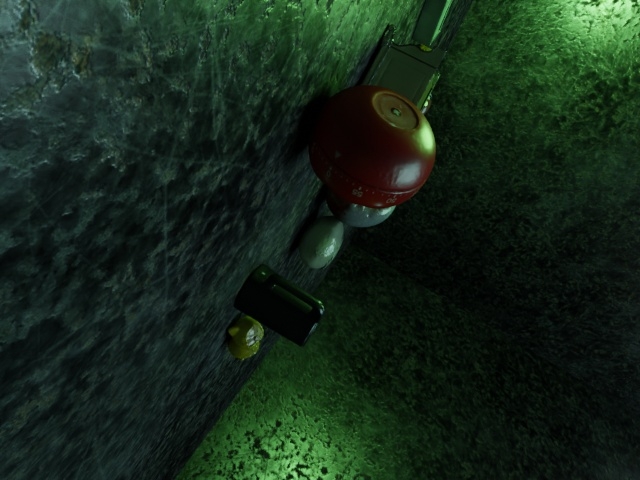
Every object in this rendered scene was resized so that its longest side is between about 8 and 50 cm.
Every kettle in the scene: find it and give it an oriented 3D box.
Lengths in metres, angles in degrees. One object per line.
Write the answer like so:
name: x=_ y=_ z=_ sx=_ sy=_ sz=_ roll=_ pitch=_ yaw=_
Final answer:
kettle: x=-0.134 y=0.231 z=1.662 sx=0.262 sy=0.308 sz=0.203 roll=-62 pitch=172 yaw=25

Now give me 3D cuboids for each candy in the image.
candy: x=0.000 y=0.000 z=2.070 sx=0.295 sy=0.185 sz=0.295 roll=-61 pitch=-174 yaw=10

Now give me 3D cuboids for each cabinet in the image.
cabinet: x=0.277 y=-0.553 z=1.599 sx=0.318 sy=0.227 sz=0.290 roll=-63 pitch=171 yaw=9

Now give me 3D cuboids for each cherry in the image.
cherry: x=0.191 y=-0.207 z=2.000 sx=0.335 sy=0.326 sz=0.291 roll=-20 pitch=112 yaw=-80

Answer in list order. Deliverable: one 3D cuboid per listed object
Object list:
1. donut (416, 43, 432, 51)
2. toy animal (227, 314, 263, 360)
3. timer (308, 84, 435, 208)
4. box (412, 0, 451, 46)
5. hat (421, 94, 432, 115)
donut: x=0.415 y=-0.752 z=2.002 sx=0.330 sy=0.160 sz=0.330 roll=-54 pitch=-178 yaw=3
toy animal: x=-0.322 y=0.413 z=1.838 sx=0.156 sy=0.156 sz=0.229 roll=-50 pitch=157 yaw=-48
timer: x=0.156 y=-0.282 z=1.294 sx=0.378 sy=0.378 sz=0.279 roll=-52 pitch=175 yaw=-42
box: x=0.483 y=-0.960 z=1.829 sx=0.129 sy=0.086 sz=0.225 roll=-55 pitch=170 yaw=-26
hat: x=0.482 y=-0.651 z=2.130 sx=0.205 sy=0.089 sz=0.205 roll=-49 pitch=-173 yaw=8
